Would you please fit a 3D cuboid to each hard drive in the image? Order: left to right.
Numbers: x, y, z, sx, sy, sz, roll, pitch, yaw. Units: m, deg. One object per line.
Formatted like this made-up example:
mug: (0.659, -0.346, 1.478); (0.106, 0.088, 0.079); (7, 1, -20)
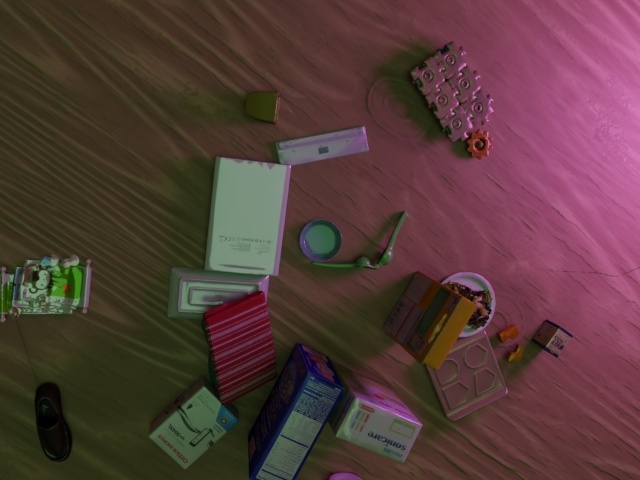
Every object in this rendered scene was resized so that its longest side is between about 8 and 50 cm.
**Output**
hard drive: (-0.199, -0.064, 1.702); (0.203, 0.040, 0.307); (6, 98, -11)

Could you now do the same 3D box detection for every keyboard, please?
keyboard: (0.006, -0.260, 1.735); (0.256, 0.014, 0.072); (-12, 106, -9)

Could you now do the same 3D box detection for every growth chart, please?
growth chart: (-0.720, 0.122, 1.639); (0.237, 0.021, 0.171); (-3, 98, -12)

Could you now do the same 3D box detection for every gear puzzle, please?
gear puzzle: (0.396, -0.384, 1.783); (0.175, 0.044, 0.339); (-37, 106, -6)

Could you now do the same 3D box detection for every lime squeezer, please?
lime squeezer: (0.135, 0.037, 1.781); (0.310, 0.059, 0.109); (-28, 103, -5)

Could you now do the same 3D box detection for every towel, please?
towel: (-0.214, 0.290, 1.706); (0.199, 0.031, 0.274); (-21, 113, -37)

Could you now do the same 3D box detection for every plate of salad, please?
plate of salad: (0.432, 0.193, 1.864); (0.200, 0.048, 0.199); (-1, 95, -10)

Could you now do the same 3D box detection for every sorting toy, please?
sorting toy: (0.483, 0.388, 1.915); (0.307, 0.041, 0.229); (-24, 98, -7)

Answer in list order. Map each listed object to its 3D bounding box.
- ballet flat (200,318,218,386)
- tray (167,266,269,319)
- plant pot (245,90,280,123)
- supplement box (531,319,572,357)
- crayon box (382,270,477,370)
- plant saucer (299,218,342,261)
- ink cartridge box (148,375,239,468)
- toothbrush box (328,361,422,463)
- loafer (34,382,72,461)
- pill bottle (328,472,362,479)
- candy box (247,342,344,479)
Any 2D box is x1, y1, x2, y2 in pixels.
ballet flat: (-0.274, 0.300, 1.727); (0.079, 0.077, 0.221); (-21, 115, -36)
tray: (-0.280, 0.154, 1.728); (0.271, 0.030, 0.145); (5, 98, -12)
plant pot: (-0.154, -0.354, 1.654); (0.083, 0.081, 0.081); (7, 97, -2)
supplement box: (0.709, 0.300, 1.921); (0.056, 0.083, 0.083); (35, 91, -13)
crayon box: (0.298, 0.217, 1.702); (0.083, 0.323, 0.203); (31, 92, -14)
plant saucer: (0.000, 0.000, 1.758); (0.119, 0.021, 0.119); (0, 89, -7)
ink cartridge box: (-0.350, 0.506, 1.736); (0.203, 0.086, 0.148); (-43, 104, -3)
toothbrush box: (0.123, 0.466, 1.725); (0.206, 0.283, 0.122); (26, 93, -13)
loafer: (-0.721, 0.494, 1.663); (0.080, 0.078, 0.220); (-12, 100, -9)
pill bottle: (0.068, 0.795, 1.853); (0.108, 0.108, 0.180); (3, 98, -12)
candy box: (-0.076, 0.470, 1.693); (0.122, 0.268, 0.317); (29, 92, -10)
